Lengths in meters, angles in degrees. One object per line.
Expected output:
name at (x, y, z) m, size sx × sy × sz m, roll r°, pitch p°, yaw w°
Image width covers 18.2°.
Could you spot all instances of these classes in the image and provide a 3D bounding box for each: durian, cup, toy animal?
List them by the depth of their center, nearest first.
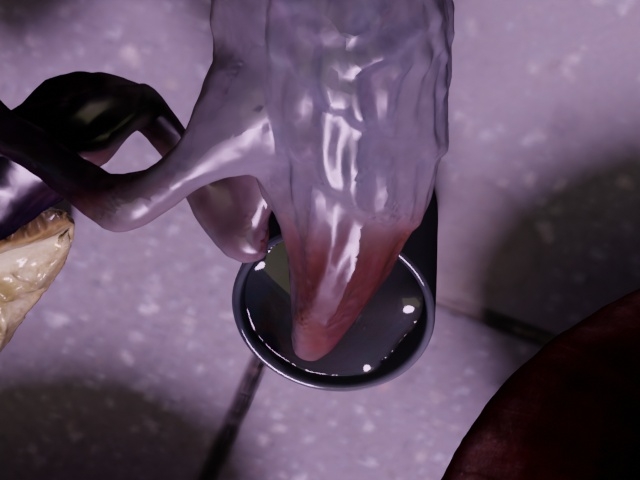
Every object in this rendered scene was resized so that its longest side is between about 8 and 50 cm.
toy animal at (-0.001, -0.091, 0.680) m, size 0.195 × 0.090 × 0.324 m, roll 43°, pitch 107°, yaw -8°
cup at (0.000, 0.000, 0.784) m, size 0.100 × 0.077 × 0.078 m, roll 34°, pitch 122°, yaw -14°
durian at (-0.155, 0.026, 0.843) m, size 0.066 × 0.052 × 0.130 m, roll 33°, pitch 122°, yaw -15°

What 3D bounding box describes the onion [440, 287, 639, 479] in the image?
onion at (0.184, 0.139, 0.733) m, size 0.273 × 0.273 × 0.285 m, roll 35°, pitch 158°, yaw -14°
